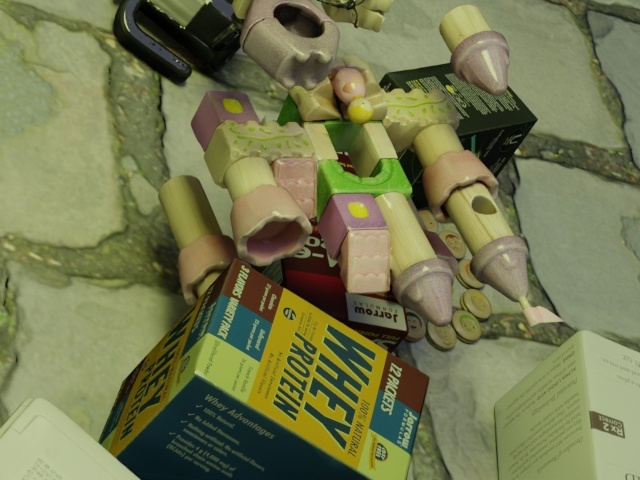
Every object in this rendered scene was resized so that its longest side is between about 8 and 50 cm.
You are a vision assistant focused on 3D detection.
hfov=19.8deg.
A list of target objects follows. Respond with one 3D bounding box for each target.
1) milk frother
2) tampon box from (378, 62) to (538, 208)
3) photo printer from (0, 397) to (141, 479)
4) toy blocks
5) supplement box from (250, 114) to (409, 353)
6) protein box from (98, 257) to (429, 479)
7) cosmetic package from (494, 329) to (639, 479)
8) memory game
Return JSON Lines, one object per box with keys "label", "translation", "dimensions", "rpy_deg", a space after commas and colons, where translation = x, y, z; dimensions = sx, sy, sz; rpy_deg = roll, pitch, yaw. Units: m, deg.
{"label": "milk frother", "translation": [-0.125, -0.245, 1.850], "dimensions": [0.135, 0.143, 0.129], "rpy_deg": [38, 48, -10]}
{"label": "tampon box", "translation": [0.124, -0.112, 1.950], "dimensions": [0.161, 0.120, 0.101], "rpy_deg": [-13, 57, -46]}
{"label": "photo printer", "translation": [-0.175, 0.296, 1.372], "dimensions": [0.307, 0.107, 0.256], "rpy_deg": [41, 39, -4]}
{"label": "toy blocks", "translation": [0.048, -0.034, 1.572], "dimensions": [0.288, 0.309, 0.260], "rpy_deg": [-2, 49, -29]}
{"label": "supplement box", "translation": [0.000, 0.000, 1.790], "dimensions": [0.130, 0.073, 0.239], "rpy_deg": [11, 50, -25]}
{"label": "protein box", "translation": [-0.054, 0.162, 1.513], "dimensions": [0.200, 0.201, 0.136], "rpy_deg": [32, 41, -14]}
{"label": "cosmetic package", "translation": [0.273, 0.216, 1.772], "dimensions": [0.151, 0.151, 0.183], "rpy_deg": [21, 45, -23]}
{"label": "memory game", "translation": [0.101, 0.033, 1.899], "dimensions": [0.186, 0.012, 0.186], "rpy_deg": [22, 45, -23]}
